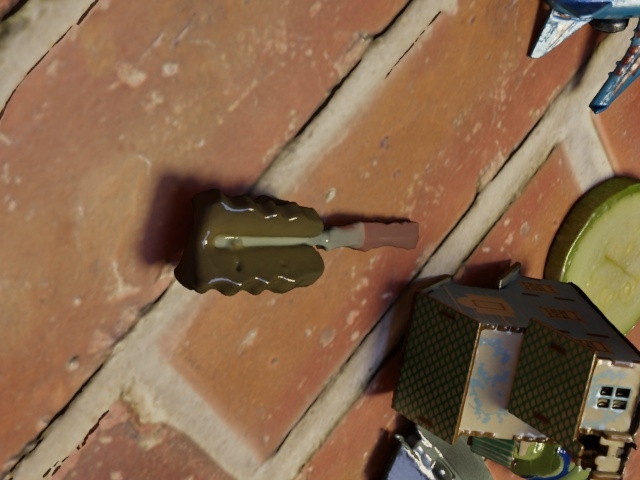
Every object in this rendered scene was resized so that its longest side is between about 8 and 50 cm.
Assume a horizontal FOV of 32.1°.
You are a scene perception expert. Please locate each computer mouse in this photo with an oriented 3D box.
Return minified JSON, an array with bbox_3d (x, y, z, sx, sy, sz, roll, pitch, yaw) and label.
[{"bbox_3d":[0.139,0.273,1.221,0.126,0.071,0.231,-46,134,-19],"label":"computer mouse"}]

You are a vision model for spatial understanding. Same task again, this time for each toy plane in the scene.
[{"bbox_3d":[0.341,-0.255,1.129,0.271,0.105,0.254,-12,126,-20],"label":"toy plane"}]

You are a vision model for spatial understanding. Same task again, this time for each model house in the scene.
[{"bbox_3d":[0.179,0.132,1.118,0.207,0.271,0.178,9,109,-10],"label":"model house"}]

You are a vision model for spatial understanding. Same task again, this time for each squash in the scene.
[{"bbox_3d":[0.349,0.030,1.335,0.219,0.041,0.219,-20,122,-37],"label":"squash"}]

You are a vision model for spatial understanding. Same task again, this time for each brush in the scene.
[{"bbox_3d":[0.000,0.000,0.966,0.301,0.071,0.084,-1,106,-50],"label":"brush"}]

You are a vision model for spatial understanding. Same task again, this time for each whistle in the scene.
[{"bbox_3d":[0.272,0.244,1.328,0.227,0.085,0.105,24,82,-47],"label":"whistle"}]
